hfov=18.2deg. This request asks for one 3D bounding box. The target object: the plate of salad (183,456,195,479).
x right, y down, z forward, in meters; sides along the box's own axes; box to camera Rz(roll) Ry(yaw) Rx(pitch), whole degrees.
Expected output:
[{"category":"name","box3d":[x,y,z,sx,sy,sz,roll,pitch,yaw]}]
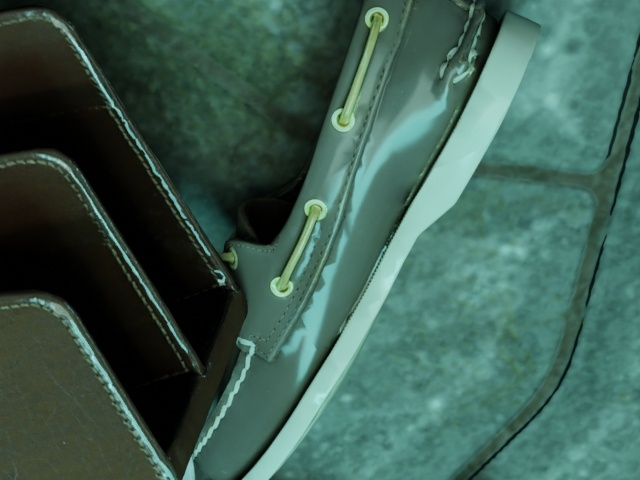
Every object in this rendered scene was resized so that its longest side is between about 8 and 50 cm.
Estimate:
[{"category":"plate of salad","box3d":[-0.167,0.140,1.120,0.200,0.048,0.200,0,91,15]}]

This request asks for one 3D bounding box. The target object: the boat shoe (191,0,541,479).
[{"category":"boat shoe","box3d":[0.000,0.000,1.075,0.096,0.116,0.324,28,116,-4]}]

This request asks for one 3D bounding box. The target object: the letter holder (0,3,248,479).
[{"category":"letter holder","box3d":[-0.227,0.034,0.999,0.302,0.152,0.214,-18,118,24]}]
